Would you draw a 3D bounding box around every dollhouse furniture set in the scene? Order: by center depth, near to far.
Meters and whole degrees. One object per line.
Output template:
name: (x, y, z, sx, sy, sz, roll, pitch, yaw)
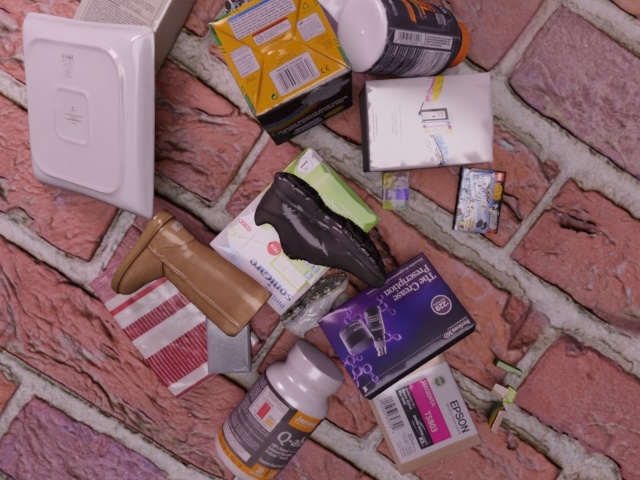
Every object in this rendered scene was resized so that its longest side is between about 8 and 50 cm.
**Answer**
dollhouse furniture set: (0.385, 0.341, 1.124, 0.059, 0.076, 0.151, 24, 95, 11)

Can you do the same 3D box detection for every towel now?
towel: (0.163, -0.108, 1.103, 0.060, 0.009, 0.083, 2, 96, 0)
towel: (-0.316, 0.158, 1.128, 0.237, 0.037, 0.329, -33, 97, 2)

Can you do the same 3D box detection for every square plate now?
square plate: (-0.456, -0.239, 0.972, 0.347, 0.049, 0.344, 17, 113, 25)

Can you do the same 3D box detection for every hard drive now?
hard drive: (-0.199, 0.221, 1.111, 0.094, 0.022, 0.135, -2, 97, -3)

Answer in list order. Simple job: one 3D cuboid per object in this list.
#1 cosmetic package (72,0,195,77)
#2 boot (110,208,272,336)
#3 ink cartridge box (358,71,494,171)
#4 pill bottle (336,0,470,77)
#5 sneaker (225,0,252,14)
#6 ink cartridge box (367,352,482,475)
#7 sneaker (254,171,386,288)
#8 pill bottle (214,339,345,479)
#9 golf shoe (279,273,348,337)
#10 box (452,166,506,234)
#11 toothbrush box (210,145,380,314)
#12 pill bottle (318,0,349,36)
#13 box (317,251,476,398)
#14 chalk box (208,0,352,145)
cosmetic package: (-0.353, -0.486, 1.017, 0.160, 0.113, 0.309, 31, 95, -2)
boot: (-0.266, 0.102, 1.020, 0.269, 0.089, 0.236, 41, 119, 0)
ink cartridge box: (0.201, -0.226, 1.009, 0.233, 0.171, 0.168, -4, 96, 1)
pill bottle: (0.160, -0.362, 0.920, 0.246, 0.130, 0.130, -10, 98, -36)
sneaker: (-0.148, -0.419, 1.045, 0.063, 0.073, 0.162, 15, 118, 22)
ink cartridge box: (0.213, 0.360, 1.116, 0.193, 0.088, 0.234, -24, 94, 4)
sneaker: (0.000, 0.000, 0.961, 0.286, 0.109, 0.130, 41, 106, 3)
pill bottle: (-0.083, 0.360, 1.083, 0.162, 0.162, 0.278, 38, 96, -3)
golf shoe: (-0.001, 0.143, 1.117, 0.176, 0.069, 0.086, -36, 115, 7)
box: (0.340, -0.085, 1.095, 0.094, 0.027, 0.137, 7, 97, 1)
toothbrush box: (-0.049, -0.023, 1.061, 0.283, 0.122, 0.206, -43, 94, 6)
pill bottle: (0.131, -0.535, 0.967, 0.334, 0.188, 0.188, -42, 94, 5)
box: (0.155, 0.176, 1.046, 0.261, 0.103, 0.184, -34, 69, 0)
chalk box: (-0.056, -0.306, 0.947, 0.180, 0.289, 0.179, -27, 88, 2)
